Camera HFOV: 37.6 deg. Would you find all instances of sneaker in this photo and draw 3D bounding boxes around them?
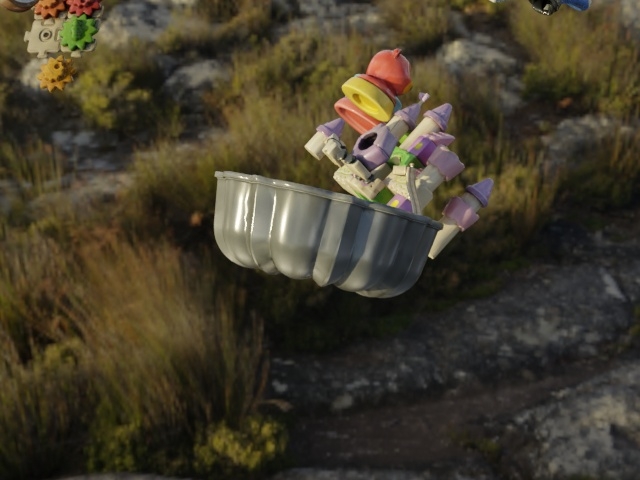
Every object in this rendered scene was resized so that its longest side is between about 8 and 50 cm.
[{"bbox_3d":[0.401,-0.411,1.599,0.058,0.084,0.152,15,-10,46],"label":"sneaker"}]

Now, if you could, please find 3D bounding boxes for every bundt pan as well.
[{"bbox_3d":[0.000,0.000,1.322,0.331,0.124,0.331,13,0,0],"label":"bundt pan"}]

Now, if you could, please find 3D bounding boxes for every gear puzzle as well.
[{"bbox_3d":[-0.546,-0.467,1.978,0.176,0.338,0.044,2,-18,14],"label":"gear puzzle"}]

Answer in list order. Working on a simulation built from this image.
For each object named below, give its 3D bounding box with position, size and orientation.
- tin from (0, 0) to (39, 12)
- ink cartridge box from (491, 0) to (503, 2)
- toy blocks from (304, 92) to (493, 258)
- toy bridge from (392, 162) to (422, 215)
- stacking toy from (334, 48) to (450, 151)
[{"bbox_3d":[-0.587,-0.531,1.790,0.040,0.189,0.106,-11,0,41],"label":"tin"},{"bbox_3d":[0.231,-0.353,1.112,0.223,0.045,0.224,-17,38,-23],"label":"ink cartridge box"},{"bbox_3d":[0.170,-0.178,1.819,0.260,0.309,0.288,-47,33,-3],"label":"toy blocks"},{"bbox_3d":[0.135,-0.033,1.526,0.026,0.188,0.063,8,1,-43],"label":"toy bridge"},{"bbox_3d":[0.180,-0.283,2.050,0.280,0.130,0.309,36,-6,-5],"label":"stacking toy"}]
